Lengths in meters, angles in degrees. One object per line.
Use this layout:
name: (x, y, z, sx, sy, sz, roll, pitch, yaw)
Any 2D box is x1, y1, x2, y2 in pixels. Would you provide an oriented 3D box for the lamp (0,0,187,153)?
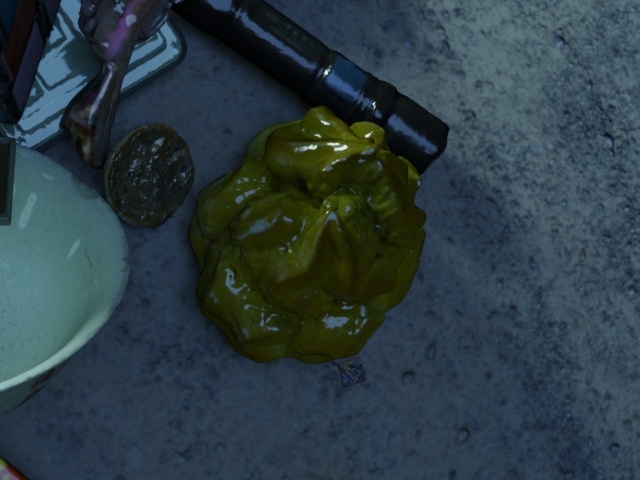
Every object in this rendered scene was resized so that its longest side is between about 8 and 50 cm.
lamp: (-0.341, -0.274, 1.164, 0.266, 0.047, 0.269, -38, 100, -16)

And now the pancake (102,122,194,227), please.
pancake: (-0.215, -0.082, 1.183, 0.140, 0.022, 0.139, -19, 117, -43)

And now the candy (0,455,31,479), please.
candy: (-0.343, 0.373, 1.096, 0.276, 0.088, 0.146, 43, 72, -12)

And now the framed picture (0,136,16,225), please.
framed picture: (-0.433, -0.071, 1.004, 0.203, 0.150, 0.015, 3, 130, -18)

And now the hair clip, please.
hair clip: (-0.237, -0.233, 1.112, 0.069, 0.173, 0.300, 27, 99, 9)

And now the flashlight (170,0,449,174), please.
flashlight: (-0.016, -0.228, 1.260, 0.424, 0.103, 0.103, 33, 76, -13)

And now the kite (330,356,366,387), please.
kite: (0.029, 0.181, 1.296, 0.078, 0.002, 0.044, 6, 84, -22)

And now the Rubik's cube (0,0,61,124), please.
Rubik's cube: (-0.433, -0.358, 0.933, 0.364, 0.359, 0.361, 13, 78, -10)

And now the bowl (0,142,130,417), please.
bowl: (-0.430, 0.076, 0.992, 0.435, 0.434, 0.196, -2, 131, -21)

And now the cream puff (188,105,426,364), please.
cream puff: (0.000, 0.002, 1.161, 0.291, 0.257, 0.324, 46, 76, -10)
